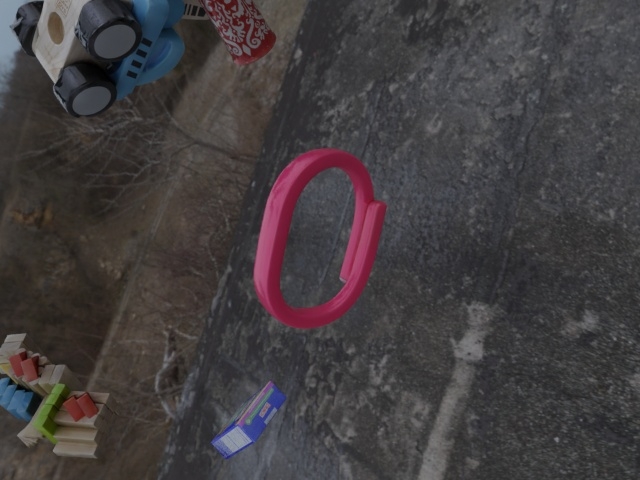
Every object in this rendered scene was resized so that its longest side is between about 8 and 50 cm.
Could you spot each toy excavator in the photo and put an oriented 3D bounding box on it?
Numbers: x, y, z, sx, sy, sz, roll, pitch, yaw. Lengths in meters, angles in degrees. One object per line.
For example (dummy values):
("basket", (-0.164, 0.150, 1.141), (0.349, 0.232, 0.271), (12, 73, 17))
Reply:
("toy excavator", (-0.341, -0.491, 0.981), (0.222, 0.445, 0.433), (52, 125, 7))

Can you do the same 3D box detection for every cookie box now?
("cookie box", (-0.113, 0.282, 0.727), (0.107, 0.040, 0.092), (-46, -1, 40))

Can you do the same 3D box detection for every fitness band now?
("fitness band", (0.000, 0.000, 0.737), (0.054, 0.209, 0.290), (27, 109, 51))

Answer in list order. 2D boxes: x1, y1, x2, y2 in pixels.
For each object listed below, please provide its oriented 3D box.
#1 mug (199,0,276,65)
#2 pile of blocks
("mug", (-0.192, -0.491, 1.001), (0.113, 0.169, 0.150), (-35, 50, 3))
("pile of blocks", (-0.559, 0.295, 0.906), (0.362, 0.112, 0.149), (20, 49, 25))
